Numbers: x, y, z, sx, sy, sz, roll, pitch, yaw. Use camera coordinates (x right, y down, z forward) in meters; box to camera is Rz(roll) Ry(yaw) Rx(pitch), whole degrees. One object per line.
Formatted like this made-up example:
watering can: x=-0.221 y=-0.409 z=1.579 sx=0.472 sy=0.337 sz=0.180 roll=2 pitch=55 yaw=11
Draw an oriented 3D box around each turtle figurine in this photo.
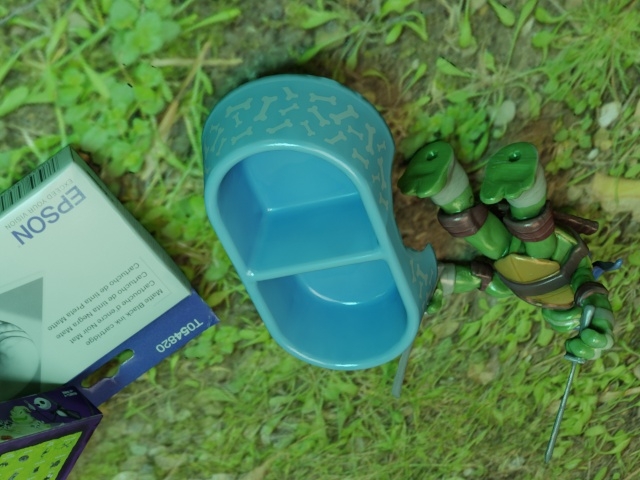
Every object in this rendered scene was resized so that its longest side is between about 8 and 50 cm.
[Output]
turtle figurine: x=0.169 y=0.050 z=0.986 sx=0.275 sy=0.198 sz=0.266 roll=-36 pitch=126 yaw=-2

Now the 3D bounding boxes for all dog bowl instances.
dog bowl: x=0.000 y=0.000 z=0.896 sx=0.166 sy=0.074 sz=0.297 roll=-11 pitch=130 yaw=17

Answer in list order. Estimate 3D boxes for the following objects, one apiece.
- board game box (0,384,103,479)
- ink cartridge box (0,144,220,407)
board game box: x=-0.331 y=0.224 z=0.771 sx=0.347 sy=0.056 sz=0.208 roll=-4 pitch=127 yaw=-61
ink cartridge box: x=-0.229 y=0.068 z=0.882 sx=0.223 sy=0.045 sz=0.224 roll=-36 pitch=122 yaw=2
